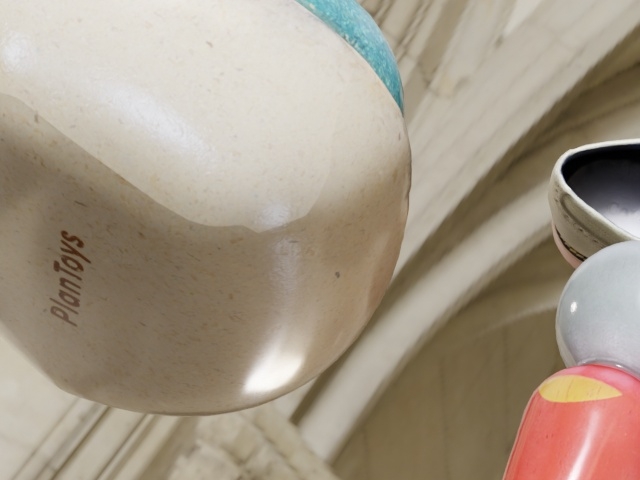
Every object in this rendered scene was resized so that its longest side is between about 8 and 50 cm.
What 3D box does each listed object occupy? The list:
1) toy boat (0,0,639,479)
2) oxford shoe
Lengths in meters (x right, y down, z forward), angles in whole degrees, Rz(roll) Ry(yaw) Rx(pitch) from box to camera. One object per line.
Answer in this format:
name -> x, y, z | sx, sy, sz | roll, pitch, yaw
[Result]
toy boat -> 0.000, 0.000, 0.566 | 0.318, 0.148, 0.267 | 31, -30, -2
oxford shoe -> 0.363, -0.003, 1.133 | 0.397, 0.140, 0.146 | 5, -14, 18
